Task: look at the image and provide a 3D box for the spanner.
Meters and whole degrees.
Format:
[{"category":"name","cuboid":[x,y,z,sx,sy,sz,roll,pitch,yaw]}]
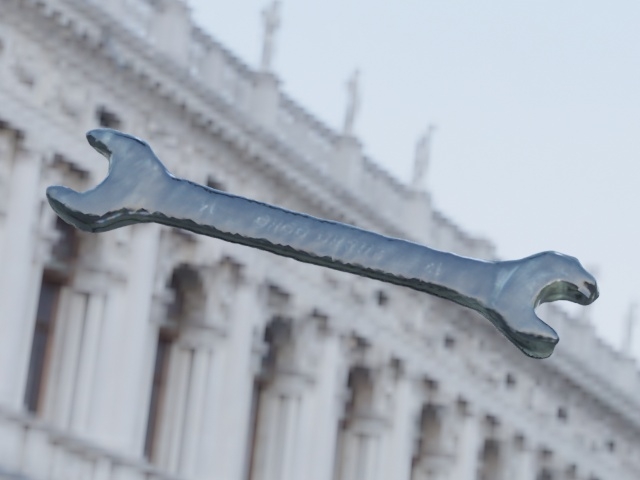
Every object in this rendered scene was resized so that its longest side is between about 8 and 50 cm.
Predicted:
[{"category":"spanner","cuboid":[0.000,0.000,0.888,0.255,0.054,0.015,15,-27,9]}]
